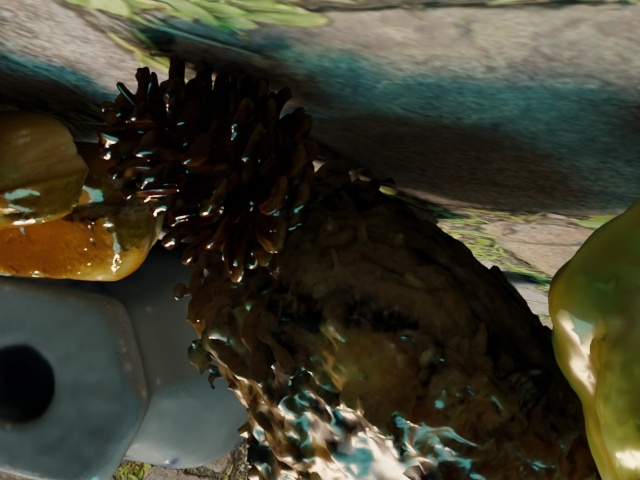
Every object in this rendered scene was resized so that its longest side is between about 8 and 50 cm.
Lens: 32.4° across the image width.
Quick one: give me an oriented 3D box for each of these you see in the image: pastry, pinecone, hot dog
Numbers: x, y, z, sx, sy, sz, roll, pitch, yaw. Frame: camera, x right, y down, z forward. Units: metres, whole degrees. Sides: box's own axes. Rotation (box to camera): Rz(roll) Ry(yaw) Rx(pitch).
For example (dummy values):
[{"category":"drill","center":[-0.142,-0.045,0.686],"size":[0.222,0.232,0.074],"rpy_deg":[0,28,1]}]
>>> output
[{"category":"pastry","center":[0.030,0.085,0.632],"size":[0.275,0.193,0.275],"rpy_deg":[38,-167,-11]},{"category":"pinecone","center":[-0.052,-0.040,0.530],"size":[0.109,0.102,0.102],"rpy_deg":[43,167,-3]},{"category":"hot dog","center":[-0.236,-0.036,0.745],"size":[0.337,0.100,0.135],"rpy_deg":[0,158,46]}]

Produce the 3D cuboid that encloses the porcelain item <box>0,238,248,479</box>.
[{"category":"porcelain item","center":[-0.152,0.092,0.977],"size":[0.242,0.178,0.405],"rpy_deg":[8,-175,18]}]

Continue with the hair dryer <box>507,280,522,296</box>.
[{"category":"hair dryer","center":[0.118,0.097,1.096],"size":[0.298,0.119,0.296],"rpy_deg":[-30,176,-35]}]

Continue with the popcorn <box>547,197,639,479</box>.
[{"category":"popcorn","center":[0.272,0.118,0.464],"size":[0.293,0.292,0.334],"rpy_deg":[-27,-141,-32]}]

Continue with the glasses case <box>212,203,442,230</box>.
[{"category":"glasses case","center":[0.000,0.000,0.837],"size":[0.071,0.047,0.205],"rpy_deg":[20,167,-37]}]
